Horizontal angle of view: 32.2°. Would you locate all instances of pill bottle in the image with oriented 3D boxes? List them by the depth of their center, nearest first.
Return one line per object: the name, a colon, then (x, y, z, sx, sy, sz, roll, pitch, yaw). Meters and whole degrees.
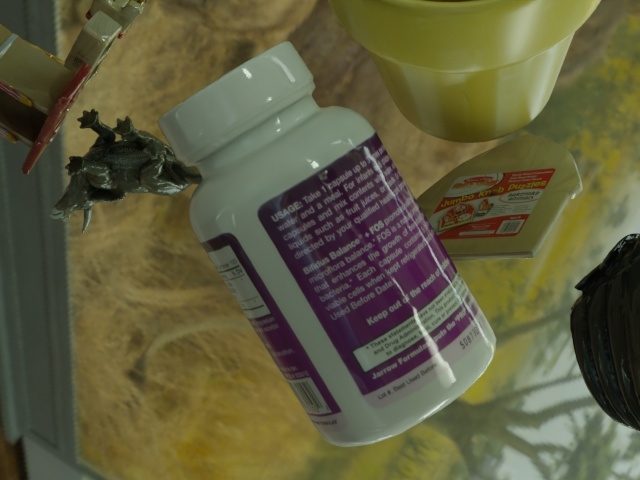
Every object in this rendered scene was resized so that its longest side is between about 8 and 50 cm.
pill bottle: (0.000, 0.000, 0.896, 0.169, 0.301, 0.169, -30, -173, 4)

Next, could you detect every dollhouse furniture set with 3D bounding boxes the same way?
dollhouse furniture set: (-0.410, -0.299, 1.628, 0.152, 0.201, 0.374, -47, -166, 42)

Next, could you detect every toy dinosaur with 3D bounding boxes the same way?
toy dinosaur: (-0.262, -0.110, 1.602, 0.160, 0.313, 0.121, 46, 39, -64)

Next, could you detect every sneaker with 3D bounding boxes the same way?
sneaker: (0.211, -0.018, 0.636, 0.147, 0.104, 0.295, -12, -110, 63)

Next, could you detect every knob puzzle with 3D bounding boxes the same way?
knob puzzle: (0.182, -0.040, 1.134, 0.213, 0.213, 0.030, -50, 123, -31)

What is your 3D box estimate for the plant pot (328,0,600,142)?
plant pot: (0.133, -0.223, 1.007, 0.254, 0.254, 0.239, -54, 156, -21)
